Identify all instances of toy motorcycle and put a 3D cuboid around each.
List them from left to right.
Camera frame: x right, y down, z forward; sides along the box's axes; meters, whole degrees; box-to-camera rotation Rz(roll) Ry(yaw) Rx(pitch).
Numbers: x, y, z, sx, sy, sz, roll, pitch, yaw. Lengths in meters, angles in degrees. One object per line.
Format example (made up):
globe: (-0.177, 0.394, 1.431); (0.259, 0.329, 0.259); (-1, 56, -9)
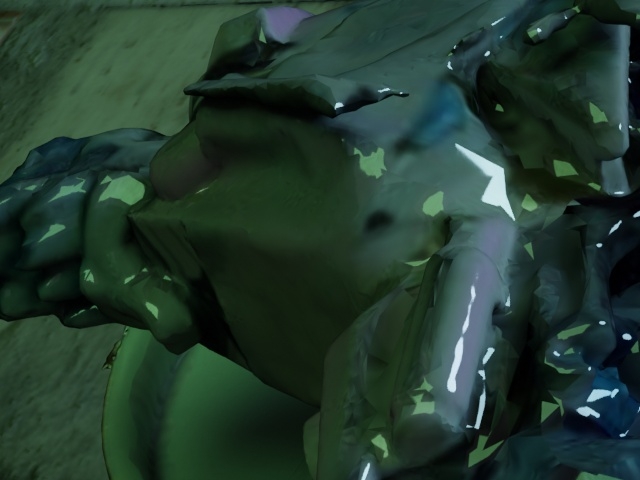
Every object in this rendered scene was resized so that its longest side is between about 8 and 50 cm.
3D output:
toy motorcycle: (0.002, 0.005, 0.443); (0.204, 0.108, 0.239); (-14, 19, 14)

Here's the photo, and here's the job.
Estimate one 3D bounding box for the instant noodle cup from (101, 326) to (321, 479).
instant noodle cup: (0.052, 0.077, 0.562); (0.230, 0.182, 0.230); (-22, 38, 18)
